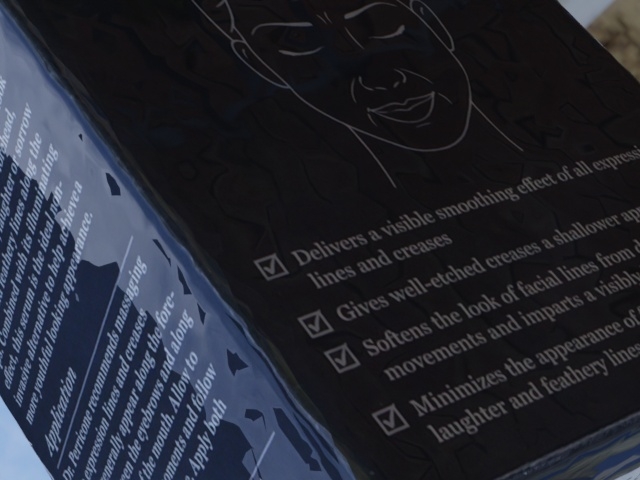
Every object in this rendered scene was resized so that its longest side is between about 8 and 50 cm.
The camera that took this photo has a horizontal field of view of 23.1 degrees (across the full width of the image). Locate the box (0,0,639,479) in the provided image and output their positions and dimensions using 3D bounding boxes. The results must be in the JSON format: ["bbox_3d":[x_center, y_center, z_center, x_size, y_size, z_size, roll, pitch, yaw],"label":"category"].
[{"bbox_3d":[0.000,0.000,0.774,0.293,0.212,0.395,-17,-124,-36],"label":"box"}]
